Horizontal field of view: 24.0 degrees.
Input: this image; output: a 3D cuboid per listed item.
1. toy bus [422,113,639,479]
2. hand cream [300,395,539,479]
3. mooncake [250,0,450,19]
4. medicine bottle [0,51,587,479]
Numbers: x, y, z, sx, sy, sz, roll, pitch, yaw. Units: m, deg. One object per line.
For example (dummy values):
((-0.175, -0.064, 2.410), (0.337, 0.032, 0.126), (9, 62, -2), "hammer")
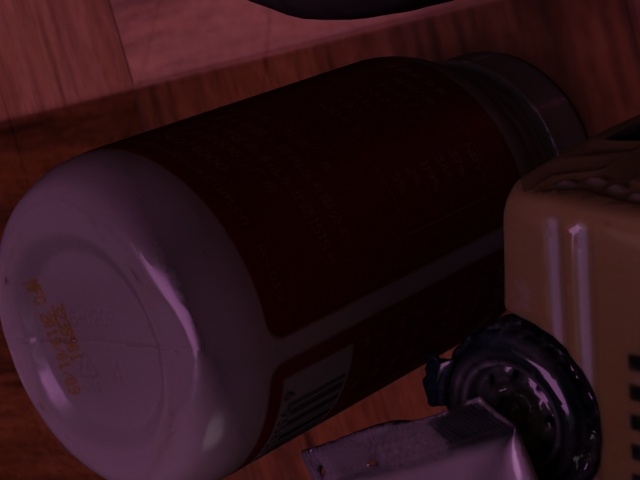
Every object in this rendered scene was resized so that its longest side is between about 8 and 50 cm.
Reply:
((0.175, 0.139, 0.562), (0.201, 0.177, 0.366), (11, 116, 41), "toy bus")
((0.085, 0.218, 0.522), (0.121, 0.076, 0.336), (-31, 78, 49), "hand cream")
((0.031, -0.224, 0.562), (0.306, 0.154, 0.306), (19, 119, 39), "mooncake")
((0.000, 0.000, 0.616), (0.131, 0.250, 0.131), (19, 120, 37), "medicine bottle")
